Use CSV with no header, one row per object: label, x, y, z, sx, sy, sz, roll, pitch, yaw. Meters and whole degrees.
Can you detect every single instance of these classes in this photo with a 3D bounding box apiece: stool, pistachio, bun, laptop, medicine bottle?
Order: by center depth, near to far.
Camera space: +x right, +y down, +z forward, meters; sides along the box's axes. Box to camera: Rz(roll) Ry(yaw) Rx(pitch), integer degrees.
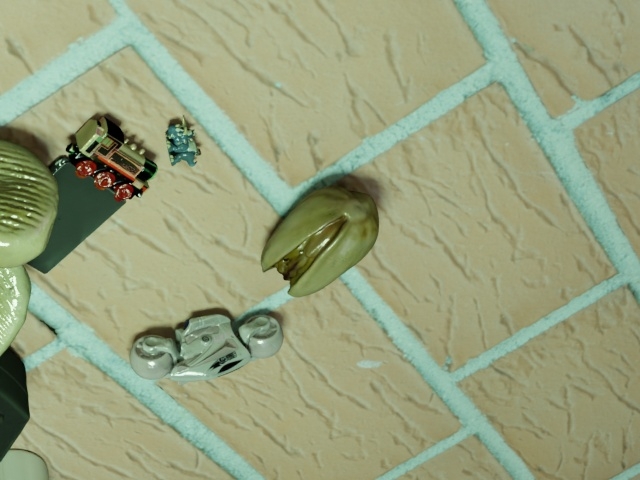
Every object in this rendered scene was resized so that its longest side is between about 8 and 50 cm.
bun,-0.457,-0.046,1.726,0.193,0.178,0.128,13,145,-21
bun,-0.527,0.072,1.831,0.231,0.133,0.231,-7,107,-22
laptop,-0.390,-0.035,1.867,0.180,0.016,0.129,-39,131,17
stool,-0.567,0.247,1.965,0.232,0.141,0.232,-10,132,-11
pistachio,0.000,0.000,1.972,0.206,0.131,0.129,-42,85,25
medicine bottle,-0.510,0.478,2.124,0.139,0.237,0.139,-10,134,-11

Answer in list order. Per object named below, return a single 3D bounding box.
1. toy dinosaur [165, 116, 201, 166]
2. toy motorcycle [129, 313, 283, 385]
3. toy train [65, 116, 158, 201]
toy dinosaur,-0.197,-0.136,1.834,0.047,0.030,0.083,-13,133,-6
toy motorcycle,-0.180,0.182,2.067,0.254,0.112,0.112,-9,132,-13
toy train,-0.292,-0.112,1.810,0.087,0.050,0.138,-43,130,15
